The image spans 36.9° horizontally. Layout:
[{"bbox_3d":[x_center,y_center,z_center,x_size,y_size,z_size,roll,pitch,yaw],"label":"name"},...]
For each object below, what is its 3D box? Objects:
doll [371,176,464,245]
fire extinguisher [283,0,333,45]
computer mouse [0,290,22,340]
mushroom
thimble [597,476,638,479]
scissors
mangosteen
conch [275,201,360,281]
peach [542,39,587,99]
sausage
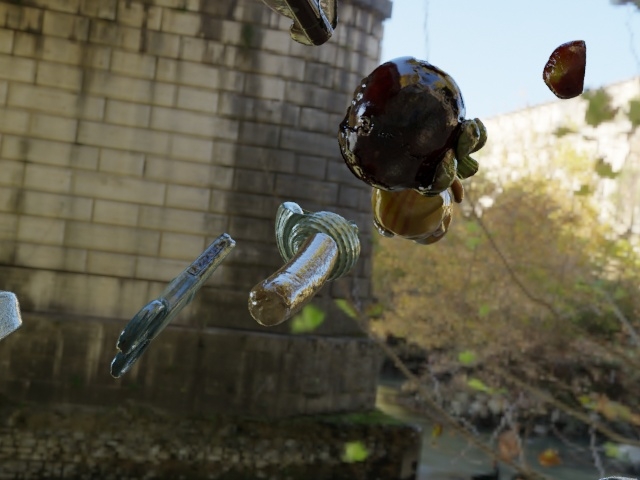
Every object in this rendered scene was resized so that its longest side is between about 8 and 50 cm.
[{"bbox_3d":[0.190,-0.072,1.965,0.166,0.162,0.269,19,9,12],"label":"doll"},{"bbox_3d":[-0.026,-0.370,1.476,0.078,0.045,0.157,4,-34,35],"label":"fire extinguisher"},{"bbox_3d":[-0.477,0.124,1.263,0.127,0.079,0.231,-29,10,10],"label":"computer mouse"},{"bbox_3d":[-0.074,-0.494,1.841,0.173,0.236,0.162,2,-9,-22],"label":"mushroom"},{"bbox_3d":[0.403,0.378,1.303,0.090,0.115,0.102,25,27,-57],"label":"thimble"},{"bbox_3d":[-0.210,0.081,1.403,0.041,0.289,0.138,32,-41,6],"label":"scissors"},{"bbox_3d":[0.115,-0.129,1.161,0.180,0.166,0.166,29,-3,-2],"label":"mangosteen"},{"bbox_3d":[-0.004,0.010,1.772,0.172,0.131,0.200,15,-1,26],"label":"conch"},{"bbox_3d":[0.365,-0.252,1.400,0.077,0.083,0.050,49,10,15],"label":"peach"},{"bbox_3d":[-0.030,0.051,1.278,0.065,0.066,0.301,6,15,13],"label":"sausage"}]
